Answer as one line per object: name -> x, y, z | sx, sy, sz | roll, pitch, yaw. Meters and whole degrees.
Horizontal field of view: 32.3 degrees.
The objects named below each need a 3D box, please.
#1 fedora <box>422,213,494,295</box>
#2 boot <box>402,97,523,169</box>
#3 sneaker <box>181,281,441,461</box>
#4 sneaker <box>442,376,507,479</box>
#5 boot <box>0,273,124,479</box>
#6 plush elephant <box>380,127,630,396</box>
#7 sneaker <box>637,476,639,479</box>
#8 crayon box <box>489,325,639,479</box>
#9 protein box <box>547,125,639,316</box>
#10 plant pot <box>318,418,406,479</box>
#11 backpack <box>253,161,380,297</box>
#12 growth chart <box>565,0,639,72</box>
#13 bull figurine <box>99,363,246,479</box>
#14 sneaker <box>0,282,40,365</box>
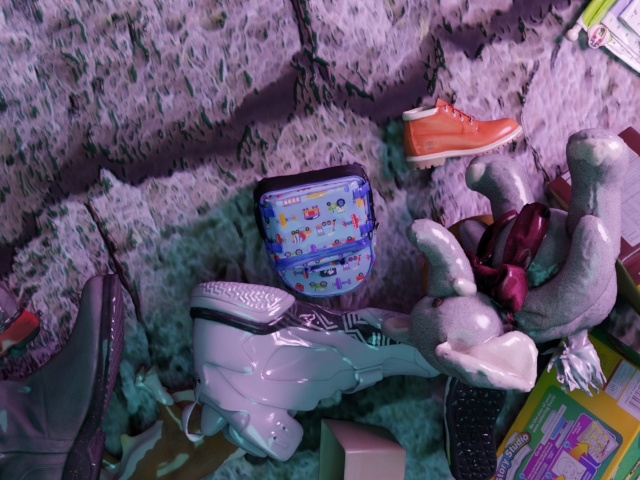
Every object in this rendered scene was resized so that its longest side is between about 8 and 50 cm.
fedora -> 0.229, 0.056, 1.488 | 0.194, 0.079, 0.194 | 0, 97, 3
boot -> 0.183, -0.149, 1.443 | 0.158, 0.059, 0.084 | -12, 101, 0
sneaker -> -0.005, 0.184, 1.430 | 0.366, 0.137, 0.210 | 13, 79, -17
sneaker -> 0.195, 0.230, 1.515 | 0.084, 0.097, 0.234 | -5, 122, -11
boot -> -0.371, 0.188, 1.376 | 0.223, 0.118, 0.338 | 12, 100, -4
plush elephant -> 0.198, 0.052, 1.292 | 0.256, 0.272, 0.329 | -14, 99, -25
sneaker -> 0.541, 0.400, 1.598 | 0.293, 0.108, 0.169 | -2, 102, -6
crayon box -> 0.355, 0.271, 1.510 | 0.081, 0.165, 0.278 | 15, 107, -46
protein box -> 0.425, 0.001, 1.403 | 0.136, 0.201, 0.200 | -36, 124, 5
plant pot -> 0.060, 0.313, 1.538 | 0.096, 0.109, 0.109 | -3, 106, -17
backpack -> 0.000, 0.000, 1.437 | 0.158, 0.117, 0.173 | -9, 109, -2
growth chart -> 0.460, -0.283, 1.448 | 0.237, 0.021, 0.172 | 28, 100, -12
bull figurine -> -0.208, 0.271, 1.502 | 0.310, 0.101, 0.188 | -44, 101, 5
sneaker -> -0.512, 0.131, 1.437 | 0.276, 0.097, 0.135 | -26, 106, 0
